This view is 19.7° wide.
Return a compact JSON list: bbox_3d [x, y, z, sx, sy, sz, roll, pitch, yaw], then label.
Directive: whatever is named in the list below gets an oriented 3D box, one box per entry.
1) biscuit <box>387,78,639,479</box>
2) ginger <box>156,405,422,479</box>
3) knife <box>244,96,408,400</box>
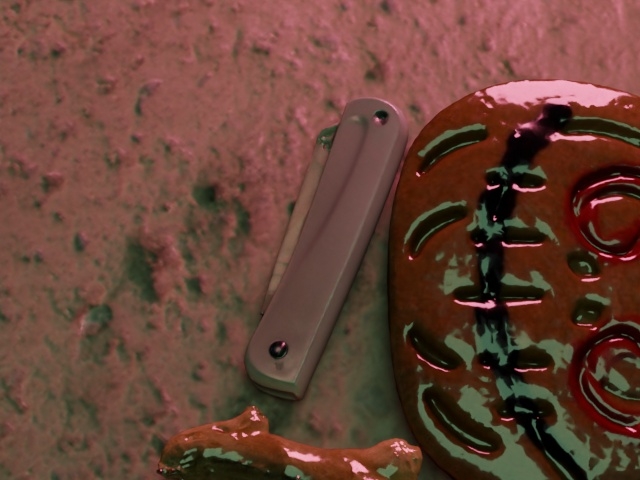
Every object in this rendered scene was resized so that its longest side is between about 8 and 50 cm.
[{"bbox_3d":[0.209,0.039,1.464,0.314,0.063,0.367,2,67,-3],"label":"biscuit"},{"bbox_3d":[0.039,0.211,1.366,0.333,0.081,0.148,24,90,16],"label":"ginger"},{"bbox_3d":[0.003,0.002,1.472,0.073,0.040,0.266,16,68,11],"label":"knife"}]
